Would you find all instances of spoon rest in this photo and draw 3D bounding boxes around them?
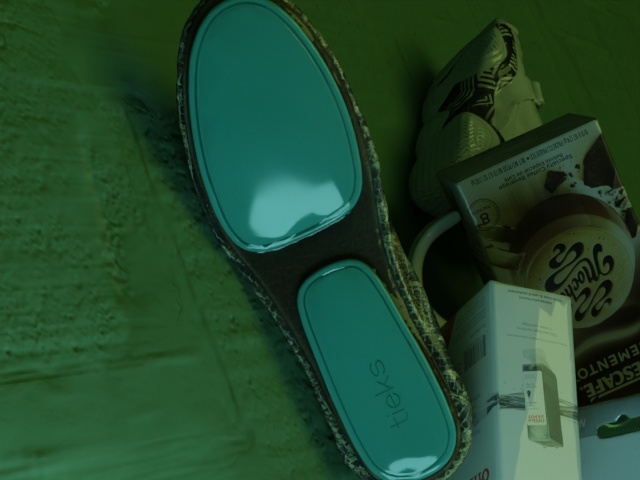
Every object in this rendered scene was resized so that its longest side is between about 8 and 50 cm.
[{"bbox_3d":[0.163,0.108,1.654,0.137,0.084,0.276,169,-102,-86],"label":"spoon rest"}]

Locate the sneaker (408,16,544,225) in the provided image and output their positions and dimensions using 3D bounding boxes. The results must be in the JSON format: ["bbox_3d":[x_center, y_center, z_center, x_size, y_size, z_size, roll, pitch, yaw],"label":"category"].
[{"bbox_3d":[0.232,-0.109,1.884,0.210,0.137,0.366,37,38,-16],"label":"sneaker"}]

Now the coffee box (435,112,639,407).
[{"bbox_3d":[0.265,0.033,1.676,0.119,0.168,0.297,-128,-166,-80],"label":"coffee box"}]

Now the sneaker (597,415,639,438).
[{"bbox_3d":[0.365,0.215,1.909,0.319,0.208,0.127,7,88,-23],"label":"sneaker"}]

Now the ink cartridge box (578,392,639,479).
[{"bbox_3d":[0.325,0.287,1.456,0.130,0.309,0.271,20,62,-40],"label":"ink cartridge box"}]

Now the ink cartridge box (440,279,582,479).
[{"bbox_3d":[0.170,0.172,1.472,0.092,0.158,0.217,12,61,-16],"label":"ink cartridge box"}]

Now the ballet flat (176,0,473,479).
[{"bbox_3d":[0.000,0.000,1.416,0.182,0.164,0.482,-86,152,-82],"label":"ballet flat"}]
